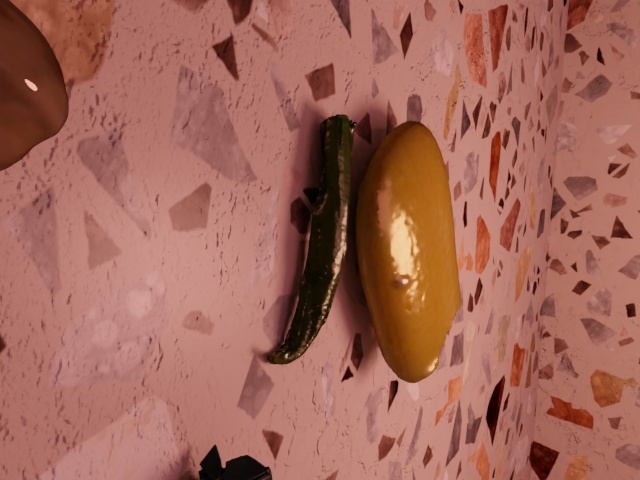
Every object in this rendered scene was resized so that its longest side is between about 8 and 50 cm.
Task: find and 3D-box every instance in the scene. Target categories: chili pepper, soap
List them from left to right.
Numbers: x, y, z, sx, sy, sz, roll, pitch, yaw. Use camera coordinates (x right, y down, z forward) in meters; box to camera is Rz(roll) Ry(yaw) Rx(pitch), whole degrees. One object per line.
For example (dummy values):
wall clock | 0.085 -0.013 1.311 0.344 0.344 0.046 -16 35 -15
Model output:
chili pepper | 0.000 0.001 0.929 0.085 0.076 0.360 68 33 -80
soap | 0.153 0.010 1.142 0.306 0.115 0.428 -42 130 -43

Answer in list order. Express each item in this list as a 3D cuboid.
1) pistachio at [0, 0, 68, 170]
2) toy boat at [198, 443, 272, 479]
pistachio | -0.264 -0.121 0.383 0.237 0.153 0.138 26 60 -28
toy boat | -0.093 0.399 0.797 0.114 0.122 0.296 -22 120 -29
